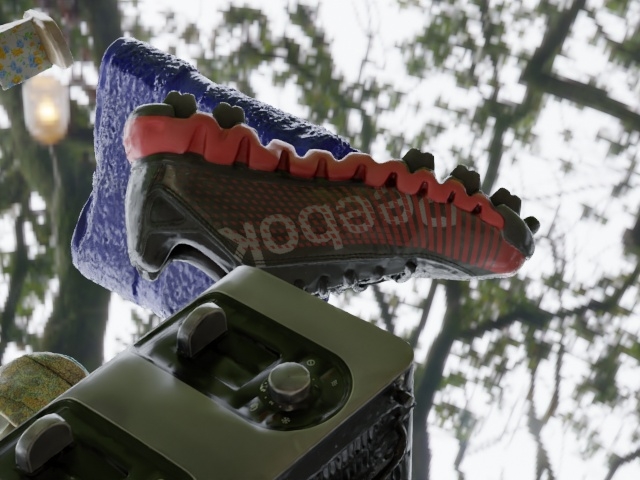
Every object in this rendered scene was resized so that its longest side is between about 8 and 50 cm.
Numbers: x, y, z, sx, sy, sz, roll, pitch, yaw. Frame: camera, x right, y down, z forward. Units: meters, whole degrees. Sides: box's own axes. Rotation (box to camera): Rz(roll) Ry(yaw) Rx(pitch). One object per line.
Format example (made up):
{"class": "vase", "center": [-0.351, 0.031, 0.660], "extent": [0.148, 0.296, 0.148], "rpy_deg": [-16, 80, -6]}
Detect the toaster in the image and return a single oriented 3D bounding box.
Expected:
{"class": "toaster", "center": [-0.047, 0.123, 0.605], "extent": [0.110, 0.186, 0.168], "rpy_deg": [31, -129, 32]}

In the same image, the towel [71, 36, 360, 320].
{"class": "towel", "center": [-0.093, -0.028, 1.348], "extent": [0.076, 0.228, 0.308], "rpy_deg": [-5, -156, -42]}

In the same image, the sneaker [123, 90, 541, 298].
{"class": "sneaker", "center": [0.000, 0.000, 1.009], "extent": [0.276, 0.097, 0.135], "rpy_deg": [12, -102, -3]}

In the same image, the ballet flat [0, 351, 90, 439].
{"class": "ballet flat", "center": [-0.333, 0.203, 1.338], "extent": [0.123, 0.348, 0.123], "rpy_deg": [39, -145, -34]}

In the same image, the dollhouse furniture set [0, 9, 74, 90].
{"class": "dollhouse furniture set", "center": [-0.522, -0.295, 1.847], "extent": [0.362, 0.394, 0.256], "rpy_deg": [-26, -159, -14]}
